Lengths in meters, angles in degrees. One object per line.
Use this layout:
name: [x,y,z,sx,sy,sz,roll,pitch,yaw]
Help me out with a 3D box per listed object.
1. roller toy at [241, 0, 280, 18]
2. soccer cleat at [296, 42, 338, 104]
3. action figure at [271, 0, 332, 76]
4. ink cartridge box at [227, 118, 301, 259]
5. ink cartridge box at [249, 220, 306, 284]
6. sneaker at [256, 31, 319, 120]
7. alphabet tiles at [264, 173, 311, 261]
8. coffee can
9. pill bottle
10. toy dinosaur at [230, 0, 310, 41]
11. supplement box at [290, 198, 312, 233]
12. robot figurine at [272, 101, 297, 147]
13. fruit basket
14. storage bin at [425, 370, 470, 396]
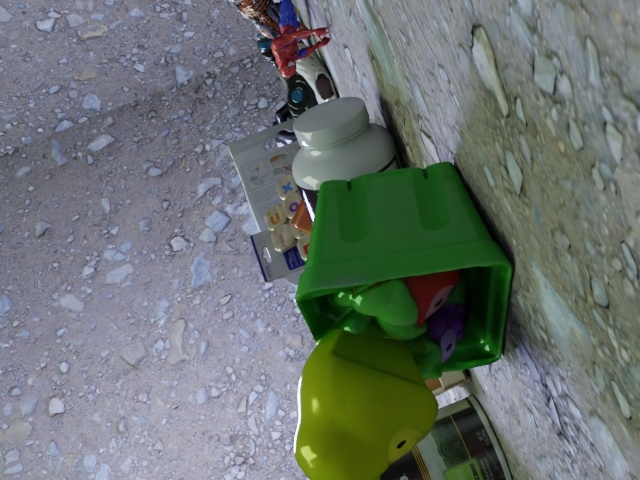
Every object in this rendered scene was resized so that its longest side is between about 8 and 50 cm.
roller toy: [-0.189,-0.710,2.172,0.191,0.146,0.209,72,176,-82]
soccer cleat: [-0.012,-0.400,1.901,0.196,0.068,0.076,61,172,12]
action figure: [-0.030,-0.443,1.607,0.091,0.139,0.280,64,-155,-56]
ink cartridge box: [-0.043,-0.133,2.168,0.091,0.308,0.385,-177,65,-88]
ink cartridge box: [0.000,0.000,1.998,0.065,0.332,0.165,70,180,-53]
sneaker: [-0.032,-0.414,2.048,0.139,0.125,0.341,3,-122,-60]
alphabet tiles: [-0.006,-0.088,1.970,0.021,0.284,0.278,46,-163,-49]
coffee can: [0.222,0.458,1.619,0.201,0.275,0.202,158,90,-89]
pill bottle: [0.063,-0.074,1.366,0.181,0.181,0.323,-114,2,-62]
toy dinosaur: [-0.122,-0.525,1.781,0.322,0.164,0.218,63,-171,-69]
supplement box: [0.064,-0.015,1.548,0.233,0.078,0.080,25,176,-8]
robot figurine: [-0.060,-0.330,2.650,0.209,0.173,0.278,-103,-5,-46]
fruit basket: [0.098,0.138,1.007,0.392,0.282,0.392,-9,-90,-84]
storage bin: [0.203,0.208,1.692,0.260,0.123,0.262,70,178,-75]
